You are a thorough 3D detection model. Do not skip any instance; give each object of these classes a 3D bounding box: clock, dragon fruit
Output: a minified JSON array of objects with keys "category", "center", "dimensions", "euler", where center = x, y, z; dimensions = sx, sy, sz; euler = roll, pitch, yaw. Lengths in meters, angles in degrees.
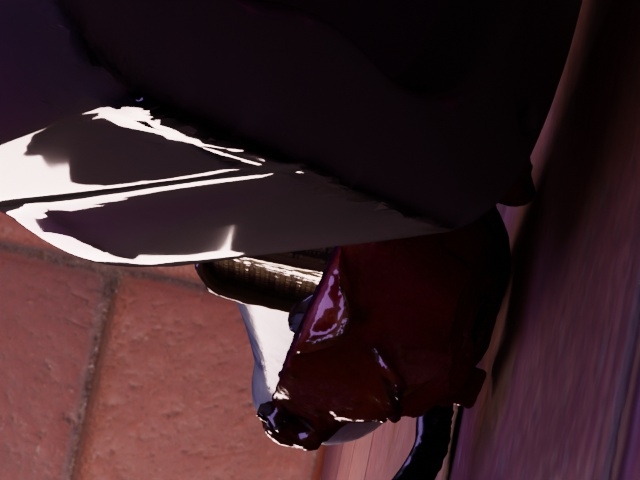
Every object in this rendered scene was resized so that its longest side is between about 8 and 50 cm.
[{"category":"clock","center":[-0.032,-0.161,0.483],"dimensions":[0.338,0.102,0.338],"euler":[12,-104,-57]},{"category":"dragon fruit","center":[0.029,0.019,0.610],"dimensions":[0.112,0.068,0.126],"euler":[-67,1,-53]}]

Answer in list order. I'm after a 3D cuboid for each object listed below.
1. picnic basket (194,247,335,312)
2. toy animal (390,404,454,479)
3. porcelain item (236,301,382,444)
[{"category":"picnic basket","center":[0.016,-0.047,0.824],"dimensions":[0.079,0.115,0.164],"euler":[96,-174,-76]},{"category":"toy animal","center":[0.017,0.122,0.696],"dimensions":[0.108,0.062,0.220],"euler":[-45,27,55]},{"category":"porcelain item","center":[0.000,0.000,1.051],"dimensions":[0.141,0.141,0.259],"euler":[-78,-8,-45]}]
